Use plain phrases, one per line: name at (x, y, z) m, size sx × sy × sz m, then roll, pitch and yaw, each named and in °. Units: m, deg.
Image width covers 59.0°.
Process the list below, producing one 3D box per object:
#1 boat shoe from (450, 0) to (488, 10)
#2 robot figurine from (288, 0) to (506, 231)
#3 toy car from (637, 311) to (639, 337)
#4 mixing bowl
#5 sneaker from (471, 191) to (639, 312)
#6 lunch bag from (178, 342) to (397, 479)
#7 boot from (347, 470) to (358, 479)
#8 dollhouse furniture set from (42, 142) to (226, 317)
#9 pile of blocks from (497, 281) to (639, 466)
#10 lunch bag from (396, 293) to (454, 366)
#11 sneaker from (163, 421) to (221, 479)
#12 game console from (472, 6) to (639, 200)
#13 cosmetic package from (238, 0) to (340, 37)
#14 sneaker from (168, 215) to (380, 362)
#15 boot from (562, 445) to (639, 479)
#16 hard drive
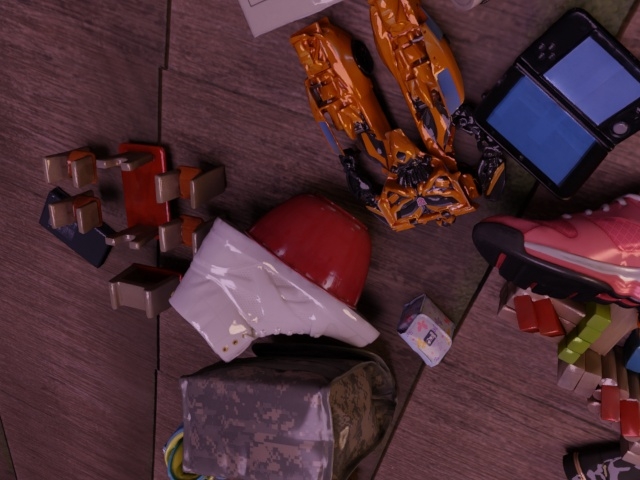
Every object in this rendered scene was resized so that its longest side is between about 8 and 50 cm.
boat shoe at (0.133, -0.331, 0.536) m, size 0.065 × 0.075 × 0.206 m, roll -25°, pitch 108°, yaw -11°
robot figurine at (0.090, -0.132, 0.657) m, size 0.211 × 0.085 × 0.291 m, roll -16°, pitch 113°, yaw 33°
toy car at (0.418, 0.105, 0.647) m, size 0.122 × 0.060 × 0.040 m, roll -7°, pitch 122°, yaw -10°
mixing bowl at (0.000, 0.000, 0.754) m, size 0.181 × 0.181 × 0.098 m, roll 35°, pitch 89°, yaw 0°
sneaker at (0.325, 0.002, 0.615) m, size 0.314 × 0.136 × 0.116 m, roll 13°, pitch 166°, yaw 6°
lunch bag at (-0.031, 0.245, 0.863) m, size 0.235 × 0.287 × 0.168 m, roll -1°, pitch 90°, yaw 24°
boot at (-0.045, 0.477, 1.130) m, size 0.213 × 0.077 × 0.165 m, roll 23°, pitch 130°, yaw 6°
dollhouse furniture set at (-0.271, -0.024, 0.893) m, size 0.262 × 0.135 × 0.259 m, roll 10°, pitch 113°, yaw 19°
pile of blocks at (0.370, 0.159, 0.704) m, size 0.362 × 0.112 × 0.149 m, roll 45°, pitch 128°, yaw -8°
lunch bag at (0.149, 0.129, 0.803) m, size 0.071 × 0.083 × 0.053 m, roll 46°, pitch 128°, yaw -8°
sneaker at (-0.220, 0.405, 1.077) m, size 0.127 × 0.208 × 0.318 m, roll 17°, pitch 127°, yaw 12°
game console at (0.255, -0.134, 0.575) m, size 0.144 × 0.085 × 0.124 m, roll 40°, pitch 145°, yaw -5°
cosmetic package at (-0.041, -0.370, 0.532) m, size 0.153 × 0.129 × 0.296 m, roll -10°, pitch 116°, yaw 28°
sneaker at (-0.069, 0.112, 0.815) m, size 0.293 × 0.108 × 0.169 m, roll 34°, pitch 89°, yaw -13°
boot at (0.473, 0.381, 0.832) m, size 0.137 × 0.077 × 0.198 m, roll -34°, pitch 104°, yaw 32°
hard drive at (-0.434, -0.020, 1.012) m, size 0.135 × 0.022 × 0.094 m, roll 39°, pitch 129°, yaw -3°
